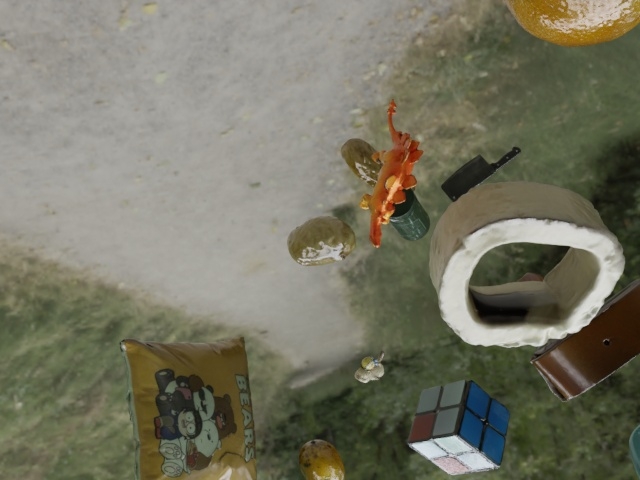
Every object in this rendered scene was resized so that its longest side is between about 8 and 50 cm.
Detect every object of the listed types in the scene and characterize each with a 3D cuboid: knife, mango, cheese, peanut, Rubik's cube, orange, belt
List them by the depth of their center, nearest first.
[{"bbox_3d":[0.004,0.330,1.188,0.057,0.079,0.114,-33,134,-18],"label":"mango"},{"bbox_3d":[0.394,-0.416,1.242,0.264,0.264,0.264,-14,169,-3],"label":"orange"},{"bbox_3d":[0.376,0.047,1.545,0.332,0.292,0.153,1,-149,-1],"label":"cheese"},{"bbox_3d":[0.598,0.188,1.714,0.339,0.122,0.217,-37,169,0],"label":"belt"},{"bbox_3d":[0.000,0.000,1.834,0.159,0.109,0.140,-7,167,24],"label":"peanut"},{"bbox_3d":[0.358,0.483,2.139,0.183,0.167,0.180,41,140,-23],"label":"Rubik's cube"},{"bbox_3d":[0.155,-0.192,2.199,0.108,0.226,0.095,-57,-179,25],"label":"peanut"},{"bbox_3d":[0.442,-0.199,2.295,0.245,0.072,0.019,-35,169,-9],"label":"knife"}]

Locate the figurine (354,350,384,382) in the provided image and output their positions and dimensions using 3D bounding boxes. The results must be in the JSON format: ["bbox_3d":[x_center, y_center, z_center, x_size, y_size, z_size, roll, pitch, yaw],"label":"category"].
[{"bbox_3d":[0.104,0.260,1.728,0.047,0.050,0.083,17,-164,26],"label":"figurine"}]

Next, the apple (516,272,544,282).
[{"bbox_3d":[0.522,0.182,2.176,0.195,0.160,0.173,-48,-176,43],"label":"apple"}]

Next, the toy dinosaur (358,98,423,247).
[{"bbox_3d":[0.130,-0.126,1.447,0.070,0.288,0.117,20,163,-23],"label":"toy dinosaur"}]

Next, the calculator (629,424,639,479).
[{"bbox_3d":[0.798,0.465,1.761,0.256,0.054,0.386,-38,-162,14],"label":"calculator"}]

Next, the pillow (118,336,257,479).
[{"bbox_3d":[-0.221,0.319,1.468,0.119,0.310,0.312,-20,162,31],"label":"pillow"}]

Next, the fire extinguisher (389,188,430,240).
[{"bbox_3d":[0.219,-0.065,2.147,0.115,0.095,0.311,23,174,23],"label":"fire extinguisher"}]
